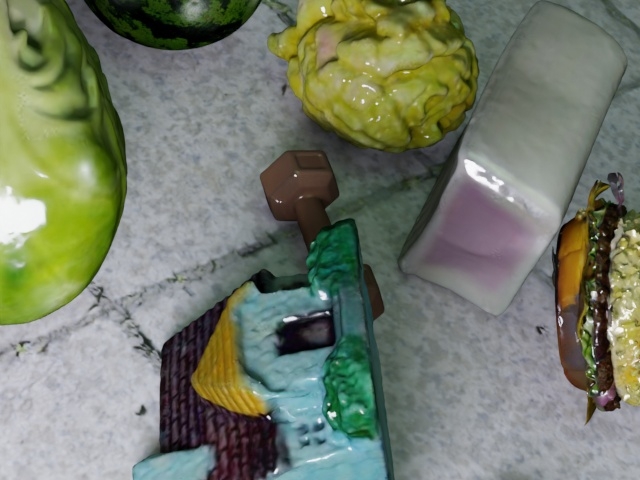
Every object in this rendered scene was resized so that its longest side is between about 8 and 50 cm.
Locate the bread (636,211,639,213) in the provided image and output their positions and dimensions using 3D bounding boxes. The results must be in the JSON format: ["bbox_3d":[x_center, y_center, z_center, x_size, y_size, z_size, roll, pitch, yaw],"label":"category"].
[{"bbox_3d":[0.461,0.033,2.114,0.174,0.133,0.252,6,45,-20],"label":"bread"}]

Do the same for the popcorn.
[{"bbox_3d":[0.072,-0.223,2.145,0.259,0.212,0.259,16,46,-17],"label":"popcorn"}]

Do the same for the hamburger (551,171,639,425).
[{"bbox_3d":[0.334,0.065,1.954,0.138,0.262,0.243,-4,47,17],"label":"hamburger"}]

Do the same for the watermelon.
[{"bbox_3d":[-0.181,-0.361,2.137,0.269,0.269,0.269,12,45,-12],"label":"watermelon"}]

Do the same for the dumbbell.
[{"bbox_3d":[0.000,0.000,1.981,0.092,0.082,0.231,0,48,-25],"label":"dumbbell"}]

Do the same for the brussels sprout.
[{"bbox_3d":[-0.322,-0.104,1.614,0.281,0.355,0.289,-7,22,-4],"label":"brussels sprout"}]

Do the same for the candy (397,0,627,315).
[{"bbox_3d":[0.231,-0.100,2.088,0.145,0.208,0.359,28,43,3],"label":"candy"}]

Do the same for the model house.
[{"bbox_3d":[-0.065,0.146,1.744,0.248,0.230,0.280,-8,45,2],"label":"model house"}]
